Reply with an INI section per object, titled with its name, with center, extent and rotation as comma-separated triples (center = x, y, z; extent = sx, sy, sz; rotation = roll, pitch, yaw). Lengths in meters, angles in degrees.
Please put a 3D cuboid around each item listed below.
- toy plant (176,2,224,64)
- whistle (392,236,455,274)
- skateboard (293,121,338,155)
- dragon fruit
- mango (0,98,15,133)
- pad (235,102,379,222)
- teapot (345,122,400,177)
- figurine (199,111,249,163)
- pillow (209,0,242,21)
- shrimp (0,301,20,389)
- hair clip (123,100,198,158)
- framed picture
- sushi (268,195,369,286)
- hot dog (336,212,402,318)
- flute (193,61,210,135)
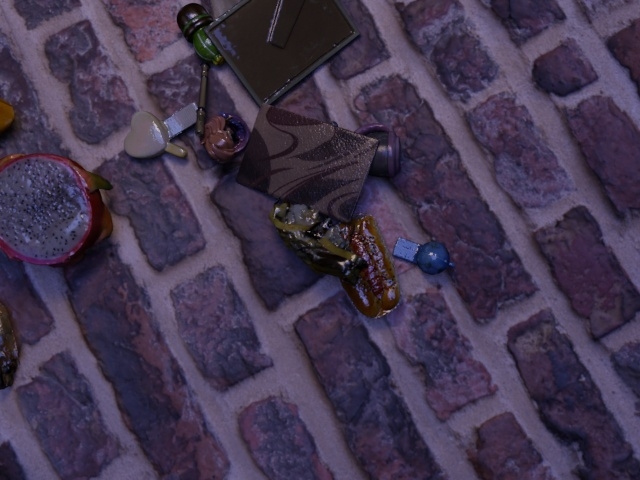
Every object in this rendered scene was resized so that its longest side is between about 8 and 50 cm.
[toy plant]
center = -0.298, -0.527, 1.601
extent = 0.092, 0.093, 0.162
rotation = -36, 86, -4
[whistle]
center = 0.263, 0.038, 1.551
extent = 0.157, 0.090, 0.090
rotation = 20, 84, 1
[skateboard]
center = -0.004, -0.236, 1.595
extent = 0.151, 0.067, 0.080
rotation = -31, 95, 1
[dragon fruit]
center = -0.647, -0.069, 1.508
extent = 0.290, 0.189, 0.291
rotation = 0, 91, 2
[mango]
center = -0.936, -0.331, 1.537
extent = 0.350, 0.201, 0.199
rotation = 13, 120, -7
[pad]
center = -0.039, -0.197, 1.555
extent = 0.330, 0.004, 0.220
rotation = 20, 94, 16
[teapot]
center = 0.128, -0.231, 1.567
extent = 0.146, 0.116, 0.148
rotation = 0, 88, 9
[figurine]
center = -0.251, -0.247, 1.545
extent = 0.114, 0.157, 0.126
rotation = 18, 124, 5
[pillow]
center = -0.245, -0.626, 1.615
extent = 0.130, 0.038, 0.233
rotation = -13, 81, -42
[shrimp]
center = -0.834, 0.251, 1.528
extent = 0.173, 0.058, 0.253
rotation = -17, 81, 5
[hair clip]
center = -0.397, -0.272, 1.589
extent = 0.218, 0.071, 0.159
rotation = -30, 87, 0
[framed picture]
center = -0.094, -0.534, 1.591
extent = 0.335, 0.022, 0.247
rotation = -40, 107, -7
[sushi]
center = -0.005, 0.005, 1.505
extent = 0.291, 0.139, 0.131
rotation = 31, 81, 28
[hot dog]
center = 0.112, 0.064, 1.550
extent = 0.144, 0.075, 0.268
rotation = -19, 85, -2
[flute]
center = -0.298, -0.358, 1.571
extent = 0.027, 0.027, 0.233
rotation = -2, 60, -1
